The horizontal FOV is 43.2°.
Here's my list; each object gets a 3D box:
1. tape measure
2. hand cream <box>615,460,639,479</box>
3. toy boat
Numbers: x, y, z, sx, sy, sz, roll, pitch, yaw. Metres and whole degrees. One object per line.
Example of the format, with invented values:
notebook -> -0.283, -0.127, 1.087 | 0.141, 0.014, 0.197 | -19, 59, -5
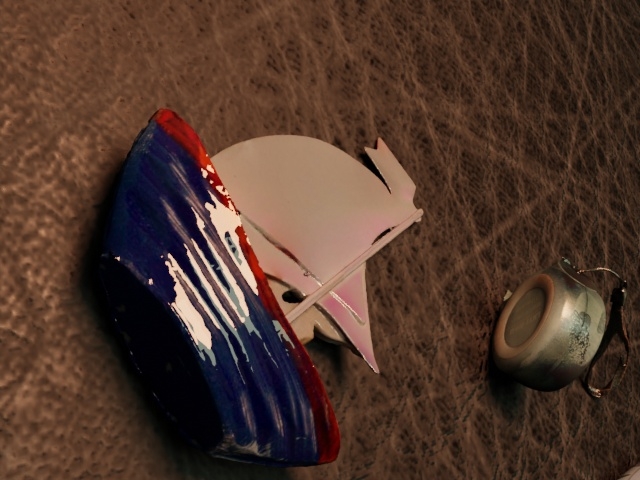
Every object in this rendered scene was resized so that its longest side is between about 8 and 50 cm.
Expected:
tape measure -> 0.224, 0.099, 0.672 | 0.180, 0.104, 0.107 | 39, 47, -24
hand cream -> 0.251, 0.242, 0.677 | 0.256, 0.055, 0.088 | -19, 94, -43
toy boat -> -0.021, -0.013, 0.523 | 0.219, 0.072, 0.318 | 47, 44, -22
